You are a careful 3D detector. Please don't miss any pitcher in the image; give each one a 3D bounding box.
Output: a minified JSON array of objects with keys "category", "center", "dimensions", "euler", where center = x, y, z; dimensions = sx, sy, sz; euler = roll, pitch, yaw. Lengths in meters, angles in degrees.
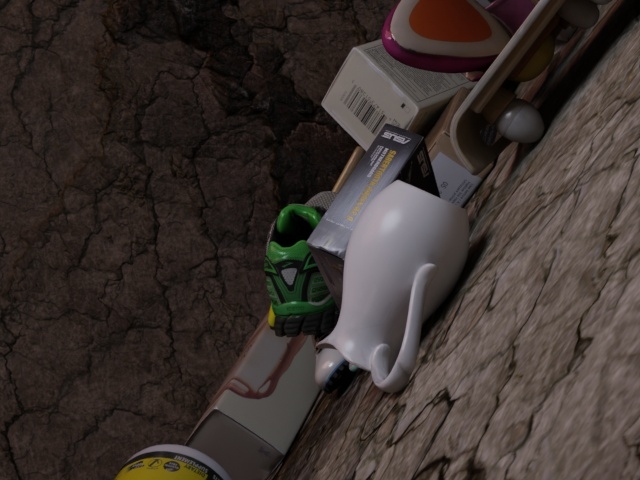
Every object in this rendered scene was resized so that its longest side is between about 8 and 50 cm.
[{"category":"pitcher","center":[0.087,0.050,1.261],"dimensions":[0.207,0.126,0.178],"euler":[-66,23,3]}]

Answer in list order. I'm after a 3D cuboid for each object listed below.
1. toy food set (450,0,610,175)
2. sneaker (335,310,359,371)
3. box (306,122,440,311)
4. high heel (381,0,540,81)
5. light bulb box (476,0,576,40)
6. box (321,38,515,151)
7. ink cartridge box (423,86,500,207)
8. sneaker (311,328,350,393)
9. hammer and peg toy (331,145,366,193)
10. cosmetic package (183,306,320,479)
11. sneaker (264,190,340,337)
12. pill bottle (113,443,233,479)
[{"category":"toy food set","center":[0.283,-0.222,1.371],"dimensions":[0.306,0.092,0.220],"euler":[-53,-8,31]},{"category":"sneaker","center":[0.045,0.116,1.546],"dimensions":[0.098,0.069,0.038],"euler":[-57,2,-22]},{"category":"box","center":[0.077,-0.003,1.446],"dimensions":[0.183,0.056,0.231],"euler":[-57,-28,-20]},{"category":"high heel","center":[0.159,-0.226,1.473],"dimensions":[0.377,0.127,0.181],"euler":[-20,-21,-49]},{"category":"light bulb box","center":[0.278,-0.516,1.747],"dimensions":[0.358,0.225,0.361],"euler":[-56,36,-5]},{"category":"box","center":[0.164,-0.240,1.835],"dimensions":[0.311,0.148,0.121],"euler":[-24,-25,-46]},{"category":"ink cartridge box","center":[0.158,-0.080,1.693],"dimensions":[0.234,0.088,0.193],"euler":[-54,5,30]},{"category":"sneaker","center":[0.016,0.139,1.654],"dimensions":[0.085,0.086,0.237],"euler":[-54,4,19]},{"category":"hammer and peg toy","center":[0.048,-0.005,2.021],"dimensions":[0.266,0.127,0.361],"euler":[-56,-5,1]},{"category":"cosmetic package","center":[-0.077,0.223,1.835],"dimensions":[0.153,0.129,0.296],"euler":[-52,5,43]},{"category":"sneaker","center":[0.000,0.000,1.703],"dimensions":[0.343,0.134,0.146],"euler":[-73,-23,-66]},{"category":"pill bottle","center":[-0.232,0.427,1.531],"dimensions":[0.188,0.188,0.334],"euler":[-55,3,29]}]
